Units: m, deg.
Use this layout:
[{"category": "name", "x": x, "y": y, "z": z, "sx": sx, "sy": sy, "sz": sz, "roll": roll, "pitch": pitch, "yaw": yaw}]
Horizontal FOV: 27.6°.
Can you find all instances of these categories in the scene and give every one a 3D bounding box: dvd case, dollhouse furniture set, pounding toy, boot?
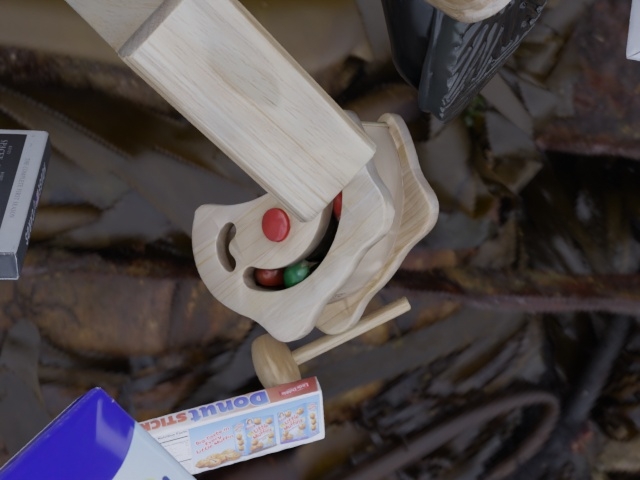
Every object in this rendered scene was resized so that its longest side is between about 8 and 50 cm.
[{"category": "dvd case", "x": -0.336, "y": -0.032, "z": 0.987, "sx": 0.239, "sy": 0.179, "sz": 0.029, "roll": 0, "pitch": 124, "yaw": -3}, {"category": "dollhouse furniture set", "x": 0.011, "y": -0.155, "z": 0.528, "sx": 0.242, "sy": 0.161, "sz": 0.212, "roll": -47, "pitch": 130, "yaw": 2}, {"category": "pounding toy", "x": 0.000, "y": 0.000, "z": 1.136, "sx": 0.155, "sy": 0.154, "sz": 0.269, "roll": -4, "pitch": 138, "yaw": -51}, {"category": "boot", "x": 0.040, "y": -0.259, "z": 0.923, "sx": 0.131, "sy": 0.260, "sz": 0.348, "roll": -43, "pitch": 158, "yaw": -20}]

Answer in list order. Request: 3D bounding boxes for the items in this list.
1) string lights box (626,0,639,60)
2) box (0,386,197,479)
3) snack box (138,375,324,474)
[{"category": "string lights box", "x": 0.356, "y": -0.144, "z": 0.877, "sx": 0.260, "sy": 0.133, "sz": 0.076, "roll": 9, "pitch": 86, "yaw": -16}, {"category": "box", "x": -0.069, "y": 0.138, "z": 0.377, "sx": 0.137, "sy": 0.126, "sz": 0.072, "roll": 44, "pitch": 137, "yaw": 1}, {"category": "snack box", "x": -0.084, "y": 0.167, "z": 1.125, "sx": 0.178, "sy": 0.022, "sz": 0.064, "roll": -14, "pitch": 131, "yaw": -12}]
